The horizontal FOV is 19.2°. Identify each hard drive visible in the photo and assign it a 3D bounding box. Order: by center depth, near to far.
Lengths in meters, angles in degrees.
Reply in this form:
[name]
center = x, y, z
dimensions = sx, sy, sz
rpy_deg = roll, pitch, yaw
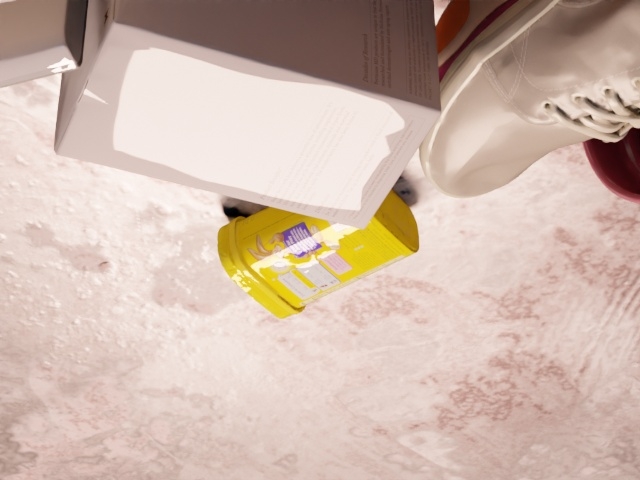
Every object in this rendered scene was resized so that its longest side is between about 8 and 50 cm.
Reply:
[hard drive]
center = -0.341, -0.187, 1.585
dimensions = 0.307, 0.203, 0.040
rpy_deg = -12, 138, 13

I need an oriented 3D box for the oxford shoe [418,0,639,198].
[oxford shoe]
center = 0.240, -0.148, 1.596
dimensions = 0.169, 0.130, 0.449
rpy_deg = 3, 148, -40

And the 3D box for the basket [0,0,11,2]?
[basket]
center = -0.396, -0.334, 1.359
dimensions = 0.331, 0.266, 0.328
rpy_deg = -13, 139, 12

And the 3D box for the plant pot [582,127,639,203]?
[plant pot]
center = 0.364, -0.123, 1.708
dimensions = 0.180, 0.201, 0.201
rpy_deg = 6, 142, -33

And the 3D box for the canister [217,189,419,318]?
[canister]
center = 0.000, 0.000, 1.922
dimensions = 0.170, 0.073, 0.126
rpy_deg = -26, 135, 24

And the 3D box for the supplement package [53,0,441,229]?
[supplement package]
center = -0.064, -0.157, 1.651
dimensions = 0.293, 0.175, 0.177
rpy_deg = 14, 139, -18

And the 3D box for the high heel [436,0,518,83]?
[high heel]
center = 0.193, -0.204, 1.662
dimensions = 0.117, 0.082, 0.244
rpy_deg = 26, 123, -23
